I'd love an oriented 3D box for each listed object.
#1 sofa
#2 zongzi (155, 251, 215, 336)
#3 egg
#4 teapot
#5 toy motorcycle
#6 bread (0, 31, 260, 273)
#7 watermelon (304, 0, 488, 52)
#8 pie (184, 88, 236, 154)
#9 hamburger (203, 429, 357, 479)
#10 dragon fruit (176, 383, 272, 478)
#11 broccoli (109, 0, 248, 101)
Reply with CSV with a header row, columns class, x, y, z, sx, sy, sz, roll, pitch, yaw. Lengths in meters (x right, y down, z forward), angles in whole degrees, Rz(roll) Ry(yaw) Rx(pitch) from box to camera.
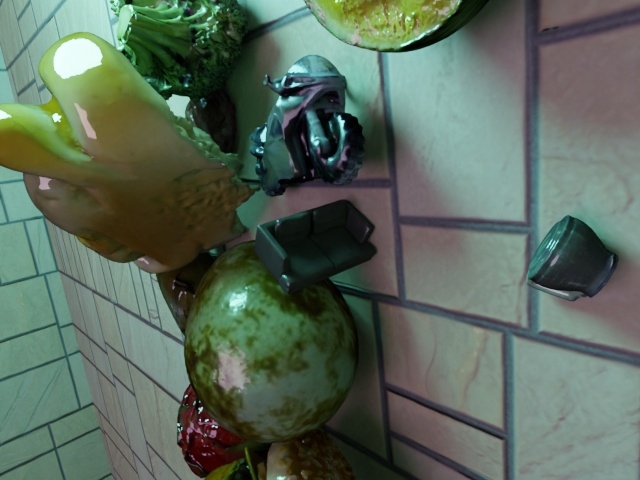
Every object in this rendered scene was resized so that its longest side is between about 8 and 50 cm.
class,x,y,z,sx,sy,sz,roll,pitch,yaw
sofa,0.000,0.000,0.566,0.085,0.147,0.060,50,140,28
zongzi,-0.270,0.139,0.962,0.260,0.122,0.289,41,140,41
egg,-0.073,0.132,0.634,0.238,0.238,0.290,-63,39,41
teapot,0.220,0.024,0.398,0.057,0.066,0.088,31,150,17
toy motorcycle,-0.032,-0.141,0.587,0.270,0.106,0.159,5,104,60
bread,-0.277,-0.089,0.690,0.328,0.245,0.424,26,161,14
watermelon,0.077,-0.277,0.389,0.232,0.127,0.204,33,128,33
pie,-0.195,-0.207,0.801,0.153,0.038,0.154,17,114,42
hamburger,-0.037,0.415,0.621,0.225,0.291,0.291,-25,82,5
dragon fruit,-0.132,0.323,0.822,0.292,0.234,0.234,-13,94,19
broccoli,-0.219,-0.314,0.683,0.226,0.176,0.198,32,128,56
